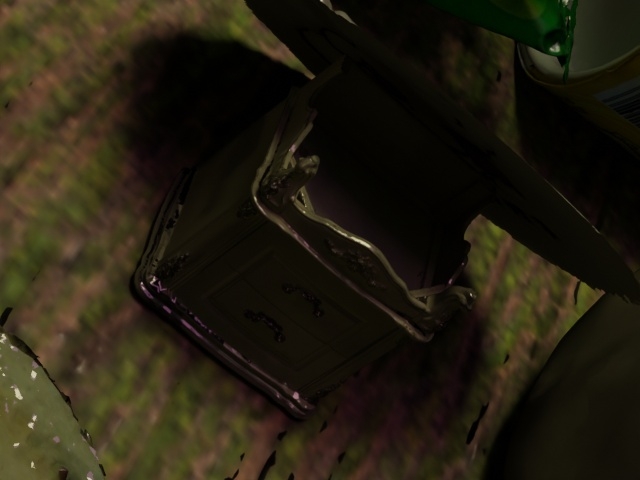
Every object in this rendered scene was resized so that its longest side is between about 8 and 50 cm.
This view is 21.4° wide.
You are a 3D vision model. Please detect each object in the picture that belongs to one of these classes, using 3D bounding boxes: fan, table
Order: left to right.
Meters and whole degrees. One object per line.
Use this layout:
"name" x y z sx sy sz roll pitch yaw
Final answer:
"table" 0.000 0.000 0.545 0.079 0.083 0.062 40 39 -20
"fan" 0.001 -0.073 0.532 0.329 0.009 0.191 42 -3 -43

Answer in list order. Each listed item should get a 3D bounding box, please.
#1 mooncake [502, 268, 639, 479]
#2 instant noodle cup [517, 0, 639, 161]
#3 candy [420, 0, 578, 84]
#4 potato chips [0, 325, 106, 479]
"mooncake" 0.194 0.121 0.628 0.275 0.135 0.275 33 40 -32
"instant noodle cup" 0.225 -0.116 0.768 0.200 0.264 0.264 26 44 -19
"candy" 0.021 -0.148 0.696 0.203 0.078 0.141 20 36 -22
"potato chips" -0.134 0.051 0.410 0.209 0.026 0.142 -6 64 -52
